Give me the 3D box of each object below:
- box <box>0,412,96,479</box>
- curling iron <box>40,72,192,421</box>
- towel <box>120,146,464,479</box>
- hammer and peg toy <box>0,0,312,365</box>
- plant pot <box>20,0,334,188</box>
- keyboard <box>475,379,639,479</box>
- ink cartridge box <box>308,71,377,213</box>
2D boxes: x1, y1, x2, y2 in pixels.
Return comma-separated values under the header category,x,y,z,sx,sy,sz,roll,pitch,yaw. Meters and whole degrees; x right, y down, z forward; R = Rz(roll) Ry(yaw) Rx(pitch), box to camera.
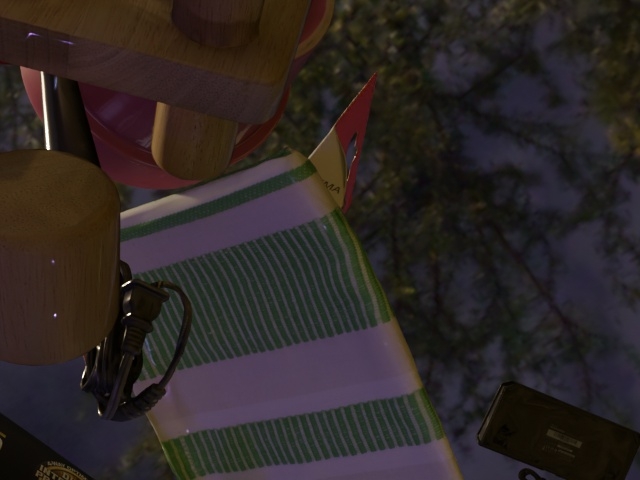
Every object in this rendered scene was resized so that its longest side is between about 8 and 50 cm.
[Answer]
category,x,y,z,sx,sy,sz,roll,pitch,yaw
box,-0.385,0.247,0.855,0.318,0.395,0.097,38,-163,-16
curling iron,-0.111,-0.019,0.599,0.035,0.068,0.274,21,-151,-33
towel,-0.034,0.115,0.824,0.038,0.248,0.324,-29,-81,-51
hammer and peg toy,-0.135,-0.129,0.519,0.266,0.127,0.361,15,-141,-1
plant pot,-0.089,-0.152,0.838,0.201,0.180,0.201,8,-106,-28
keyboard,0.257,0.230,1.321,0.180,0.108,0.023,23,-179,-12
ink cartridge box,0.000,0.000,0.997,0.066,0.189,0.232,31,-125,15
